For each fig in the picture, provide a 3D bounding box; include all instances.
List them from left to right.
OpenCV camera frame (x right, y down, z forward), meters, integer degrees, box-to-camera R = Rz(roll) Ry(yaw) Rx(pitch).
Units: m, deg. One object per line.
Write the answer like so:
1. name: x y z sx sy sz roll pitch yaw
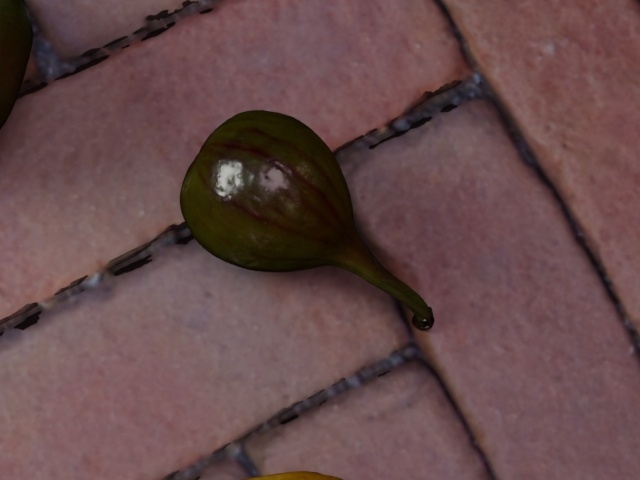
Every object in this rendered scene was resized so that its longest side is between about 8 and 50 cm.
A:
1. fig: 0.000 0.000 1.266 0.236 0.124 0.124 40 72 -10

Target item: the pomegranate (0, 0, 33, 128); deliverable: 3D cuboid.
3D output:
1. pomegranate: -0.305 -0.151 1.192 0.181 0.224 0.182 0 81 -2

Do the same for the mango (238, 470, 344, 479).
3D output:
1. mango: -0.061 0.264 1.167 0.257 0.138 0.187 -14 67 -16
